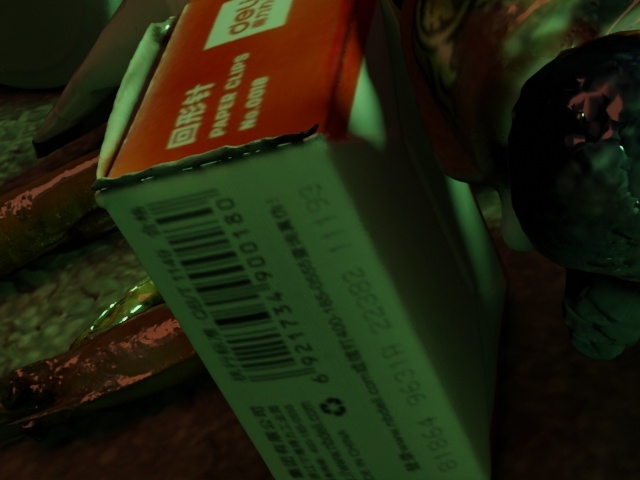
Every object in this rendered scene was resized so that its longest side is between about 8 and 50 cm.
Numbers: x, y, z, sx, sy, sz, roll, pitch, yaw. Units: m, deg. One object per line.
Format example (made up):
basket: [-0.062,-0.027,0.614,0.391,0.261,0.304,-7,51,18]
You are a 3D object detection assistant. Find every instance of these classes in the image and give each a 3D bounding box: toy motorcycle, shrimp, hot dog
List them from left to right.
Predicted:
hot dog: [-0.109,-0.037,0.730,0.215,0.047,0.066,-31,-1,-14]
shrimp: [-0.085,0.041,0.617,0.180,0.041,0.099,-29,34,-9]
toy motorcycle: [0.172,0.016,0.374,0.134,0.401,0.207,-56,-8,16]

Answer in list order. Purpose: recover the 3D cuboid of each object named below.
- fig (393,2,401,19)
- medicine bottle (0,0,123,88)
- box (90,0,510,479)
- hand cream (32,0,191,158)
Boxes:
fig: [0.092,-0.170,0.638,0.203,0.225,0.203,16,38,-13]
medicine bottle: [-0.188,-0.263,0.915,0.237,0.238,0.232,3,43,32]
box: [0.000,0.000,0.499,0.099,0.182,0.133,-14,37,20]
hand cream: [-0.074,-0.100,0.675,0.121,0.076,0.336,-26,4,-21]
